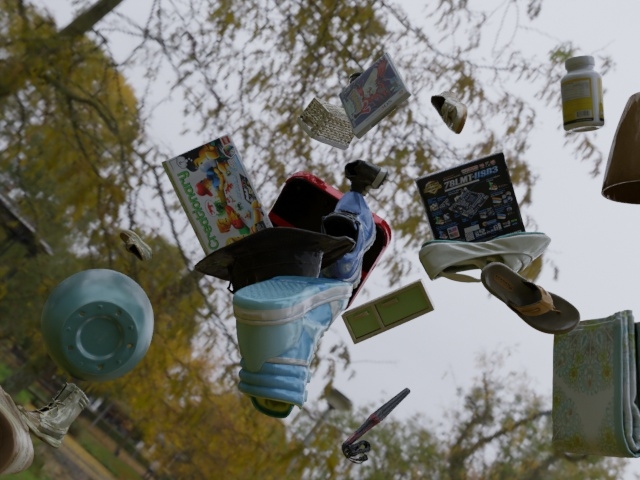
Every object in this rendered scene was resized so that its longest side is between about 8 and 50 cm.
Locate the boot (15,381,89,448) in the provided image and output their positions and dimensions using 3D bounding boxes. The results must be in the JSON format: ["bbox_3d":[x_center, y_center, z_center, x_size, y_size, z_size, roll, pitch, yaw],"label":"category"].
[{"bbox_3d":[-0.730,0.454,1.989,0.077,0.165,0.213,19,-28,30],"label":"boot"}]

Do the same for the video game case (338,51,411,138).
[{"bbox_3d":[0.142,-0.392,1.971,0.023,0.183,0.201,34,27,-38],"label":"video game case"}]

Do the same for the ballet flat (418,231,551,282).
[{"bbox_3d":[0.489,0.062,2.152,0.400,0.139,0.139,-4,-24,-5],"label":"ballet flat"}]

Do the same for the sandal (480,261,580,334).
[{"bbox_3d":[0.351,0.096,1.231,0.180,0.072,0.049,35,-12,12],"label":"sandal"}]

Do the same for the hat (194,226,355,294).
[{"bbox_3d":[-0.086,0.085,1.453,0.331,0.134,0.331,-6,-18,-2],"label":"hat"}]

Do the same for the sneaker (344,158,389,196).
[{"bbox_3d":[0.111,-0.184,2.076,0.106,0.078,0.234,31,-11,-9],"label":"sneaker"}]

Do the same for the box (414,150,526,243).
[{"bbox_3d":[0.488,-0.107,2.382,0.073,0.296,0.293,-95,166,-82],"label":"box"}]

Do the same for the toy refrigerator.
[{"bbox_3d":[0.209,0.218,2.257,0.102,0.270,0.094,66,10,2],"label":"toy refrigerator"}]

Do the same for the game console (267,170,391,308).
[{"bbox_3d":[0.000,0.000,2.346,0.387,0.060,0.342,33,-65,6],"label":"game console"}]

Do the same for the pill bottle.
[{"bbox_3d":[0.674,-0.376,1.889,0.103,0.103,0.184,-8,-97,64],"label":"pill bottle"}]

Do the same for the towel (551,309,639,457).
[{"bbox_3d":[0.748,0.389,1.985,0.090,0.374,0.320,9,-15,-13],"label":"towel"}]

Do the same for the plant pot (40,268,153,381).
[{"bbox_3d":[-0.564,0.227,1.863,0.293,0.293,0.235,46,-11,-14],"label":"plant pot"}]

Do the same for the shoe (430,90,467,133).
[{"bbox_3d":[0.324,-0.327,1.862,0.058,0.219,0.076,10,-64,-7],"label":"shoe"}]

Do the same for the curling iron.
[{"bbox_3d":[0.145,0.458,1.834,0.068,0.274,0.035,47,-41,4],"label":"curling iron"}]

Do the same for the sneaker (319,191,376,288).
[{"bbox_3d":[0.071,-0.026,1.855,0.130,0.330,0.147,4,-49,7],"label":"sneaker"}]

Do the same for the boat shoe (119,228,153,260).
[{"bbox_3d":[-0.556,0.014,2.180,0.135,0.045,0.050,34,-46,24],"label":"boat shoe"}]

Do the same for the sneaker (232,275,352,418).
[{"bbox_3d":[-0.044,0.168,1.189,0.127,0.208,0.319,5,6,27],"label":"sneaker"}]

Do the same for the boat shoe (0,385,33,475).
[{"bbox_3d":[-0.525,0.193,1.010,0.341,0.122,0.110,47,-12,15],"label":"boat shoe"}]

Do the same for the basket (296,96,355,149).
[{"bbox_3d":[0.029,-0.371,2.319,0.167,0.103,0.113,13,29,-45],"label":"basket"}]

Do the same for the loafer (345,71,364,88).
[{"bbox_3d":[0.122,-0.438,2.202,0.096,0.084,0.267,9,-1,-4],"label":"loafer"}]

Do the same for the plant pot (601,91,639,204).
[{"bbox_3d":[0.831,-0.239,1.839,0.237,0.254,0.237,4,-11,1],"label":"plant pot"}]

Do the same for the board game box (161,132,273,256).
[{"bbox_3d":[-0.265,-0.107,1.936,0.305,0.193,0.053,65,-21,-9],"label":"board game box"}]
